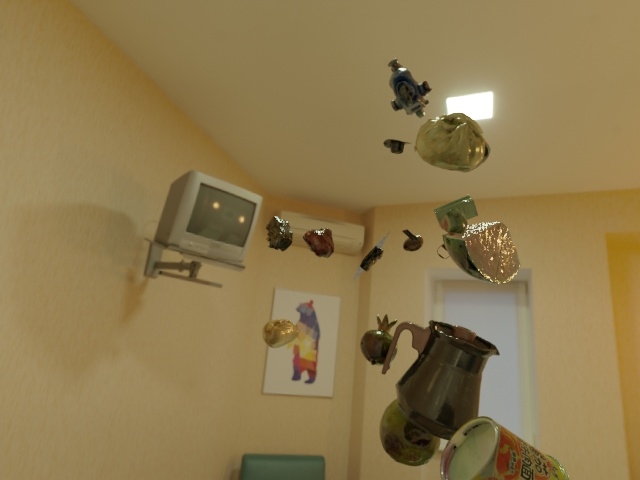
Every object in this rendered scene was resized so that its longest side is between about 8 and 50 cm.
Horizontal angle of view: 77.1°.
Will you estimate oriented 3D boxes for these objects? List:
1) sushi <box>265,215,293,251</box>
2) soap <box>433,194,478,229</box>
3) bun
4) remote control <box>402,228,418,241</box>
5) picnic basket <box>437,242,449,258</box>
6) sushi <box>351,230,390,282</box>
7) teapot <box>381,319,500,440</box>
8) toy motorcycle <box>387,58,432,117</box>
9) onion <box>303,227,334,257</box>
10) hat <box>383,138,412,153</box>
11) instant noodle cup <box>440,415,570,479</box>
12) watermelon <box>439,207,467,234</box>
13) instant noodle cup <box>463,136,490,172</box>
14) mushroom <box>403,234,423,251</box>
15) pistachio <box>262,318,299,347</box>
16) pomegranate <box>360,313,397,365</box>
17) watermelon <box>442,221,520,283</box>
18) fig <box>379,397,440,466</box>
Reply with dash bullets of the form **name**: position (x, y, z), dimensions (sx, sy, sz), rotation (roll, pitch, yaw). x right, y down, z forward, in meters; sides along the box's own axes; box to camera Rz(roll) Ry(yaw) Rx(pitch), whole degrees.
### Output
- **sushi**: position (-0.243, -0.036, 2.285), dimensions (0.115, 0.212, 0.147), rotation (23, -56, -34)
- **soap**: position (0.707, -0.146, 2.101), dimensions (0.199, 0.063, 0.114), rotation (-24, -65, 12)
- **bun**: position (0.466, -0.356, 1.411), dimensions (0.259, 0.259, 0.160), rotation (7, -36, -6)
- **remote control**: position (0.477, -0.025, 2.137), dimensions (0.096, 0.014, 0.039), rotation (39, -32, -22)
- **picnic basket**: position (0.651, 0.053, 2.094), dimensions (0.072, 0.083, 0.072), rotation (36, 15, -11)
- **sushi**: position (0.301, 0.104, 2.241), dimensions (0.050, 0.290, 0.264), rotation (37, -38, 15)
- **teapot**: position (0.422, 0.470, 1.454), dimensions (0.376, 0.361, 0.305), rotation (22, 2, 16)
- **toy motorcycle**: position (0.386, -0.692, 1.867), dimensions (0.241, 0.182, 0.319), rotation (43, 17, 20)
- **onion**: position (0.000, 0.000, 2.038), dimensions (0.184, 0.147, 0.184), rotation (33, 4, -3)
- **hat**: position (0.328, -0.396, 1.703), dimensions (0.121, 0.050, 0.121), rotation (2, 1, 0)
- **instant noodle cup**: position (0.447, 0.593, 1.012), dimensions (0.200, 0.264, 0.264), rotation (41, -18, 2)
- **watermelon**: position (0.442, -0.063, 1.347), dimensions (0.085, 0.092, 0.072), rotation (20, -19, -41)
- **instant noodle cup**: position (0.641, -0.420, 1.804), dimensions (0.213, 0.174, 0.213), rotation (-15, -36, -11)
- **mushroom**: position (0.513, 0.013, 2.235), dimensions (0.123, 0.123, 0.052), rotation (-6, -54, 36)
- **pistachio**: position (-0.201, 0.450, 1.953), dimensions (0.117, 0.145, 0.201), rotation (32, 12, 35)
- **pomegranate**: position (0.248, 0.409, 1.659), dimensions (0.156, 0.220, 0.156), rotation (15, -17, 5)
- **watermelon**: position (0.656, 0.058, 1.712), dimensions (0.319, 0.292, 0.222), rotation (-32, 21, -31)
- **fig**: position (0.362, 0.765, 1.644), dimensions (0.240, 0.271, 0.239), rotation (4, -56, 6)
